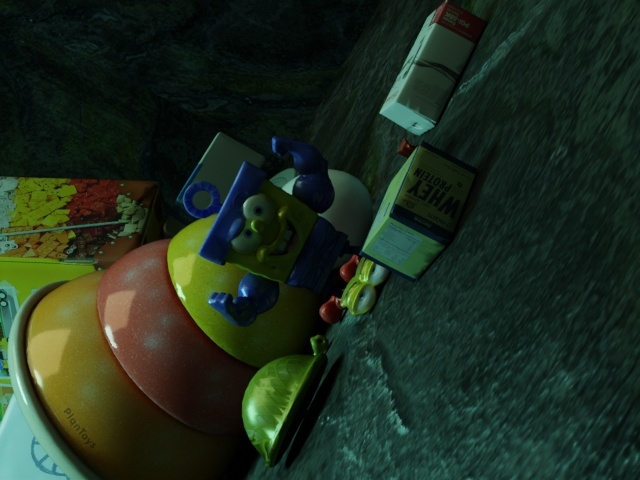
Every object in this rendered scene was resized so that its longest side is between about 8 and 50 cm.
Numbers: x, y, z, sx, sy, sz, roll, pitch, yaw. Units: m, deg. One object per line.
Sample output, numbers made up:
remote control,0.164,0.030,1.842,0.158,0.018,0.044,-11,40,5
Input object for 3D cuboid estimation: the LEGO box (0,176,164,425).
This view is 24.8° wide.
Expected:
LEGO box,-0.416,0.162,2.181,0.193,0.372,0.500,-82,-7,-53

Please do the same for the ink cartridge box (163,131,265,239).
ink cartridge box,-0.174,-0.044,2.199,0.148,0.086,0.203,-62,4,-34

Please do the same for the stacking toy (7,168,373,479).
stacking toy,-0.111,0.088,1.764,0.480,0.350,0.350,-39,16,25

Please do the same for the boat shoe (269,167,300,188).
boat shoe,-0.075,0.034,1.946,0.118,0.103,0.320,-81,17,-52

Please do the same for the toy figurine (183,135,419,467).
toy figurine,-0.056,0.023,1.513,0.362,0.217,0.191,-63,5,-1

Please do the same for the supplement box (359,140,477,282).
supplement box,0.084,-0.024,1.259,0.083,0.056,0.083,-66,6,-32

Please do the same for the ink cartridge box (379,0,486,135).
ink cartridge box,0.128,-0.198,1.682,0.135,0.056,0.099,-63,6,-7

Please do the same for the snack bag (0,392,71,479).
snack bag,-0.341,0.395,1.991,0.037,0.323,0.342,58,-128,-66
